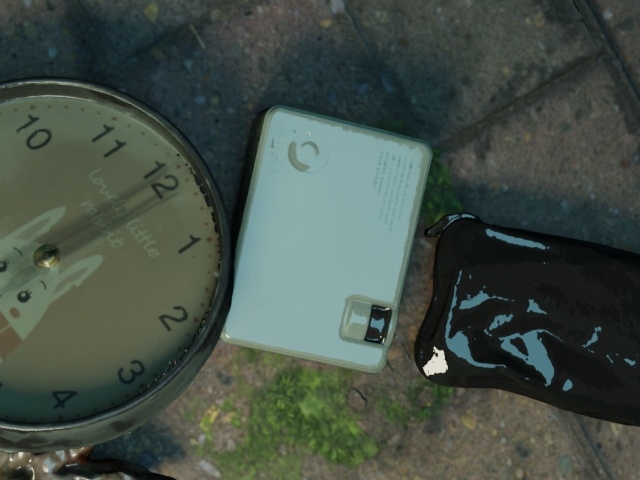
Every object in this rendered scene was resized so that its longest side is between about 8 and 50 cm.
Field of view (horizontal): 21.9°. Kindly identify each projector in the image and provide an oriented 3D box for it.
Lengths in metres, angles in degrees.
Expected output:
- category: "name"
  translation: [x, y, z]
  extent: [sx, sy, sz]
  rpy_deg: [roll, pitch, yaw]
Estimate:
- category: "projector"
  translation: [0.000, 0.000, 1.770]
  extent: [0.192, 0.099, 0.256]
  rpy_deg: [13, 88, -11]

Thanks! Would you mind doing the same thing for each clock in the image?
- category: "clock"
  translation: [-0.275, 0.018, 1.655]
  extent: [0.386, 0.076, 0.386]
  rpy_deg: [1, 72, -4]

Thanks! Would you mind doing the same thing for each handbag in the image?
- category: "handbag"
  translation: [0.259, 0.090, 1.839]
  extent: [0.332, 0.075, 0.191]
  rpy_deg: [13, 89, -11]

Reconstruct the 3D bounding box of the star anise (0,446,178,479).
- category: "star anise"
  translation: [-0.304, 0.244, 1.700]
  extent: [0.332, 0.117, 0.331]
  rpy_deg: [0, 91, -11]
